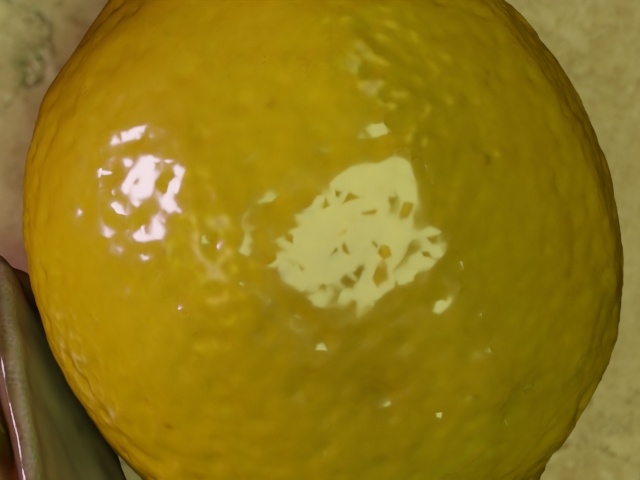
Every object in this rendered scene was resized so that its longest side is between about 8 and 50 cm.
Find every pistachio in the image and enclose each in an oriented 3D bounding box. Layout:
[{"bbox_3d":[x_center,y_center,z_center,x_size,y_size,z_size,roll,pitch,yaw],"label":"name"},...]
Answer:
[{"bbox_3d":[-0.183,0.152,0.920,0.166,0.197,0.288,-21,93,-17],"label":"pistachio"}]

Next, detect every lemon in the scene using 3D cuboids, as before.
[{"bbox_3d":[0.001,0.002,0.902,0.336,0.336,0.336,-3,99,-17],"label":"lemon"}]
